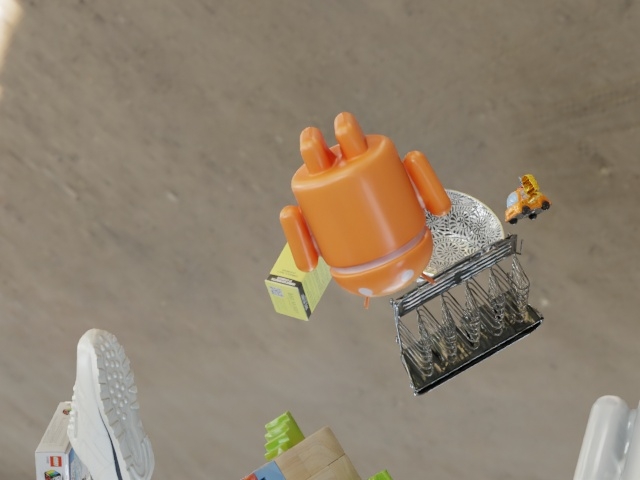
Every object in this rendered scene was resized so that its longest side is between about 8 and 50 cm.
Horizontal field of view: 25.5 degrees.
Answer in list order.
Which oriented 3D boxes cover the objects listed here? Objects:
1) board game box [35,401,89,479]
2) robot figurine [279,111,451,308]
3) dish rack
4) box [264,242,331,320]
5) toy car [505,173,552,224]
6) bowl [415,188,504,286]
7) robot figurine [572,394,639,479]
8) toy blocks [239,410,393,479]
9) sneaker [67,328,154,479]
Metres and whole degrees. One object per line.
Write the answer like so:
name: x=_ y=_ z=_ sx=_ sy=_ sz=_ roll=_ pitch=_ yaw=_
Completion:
board game box: x=-0.401 y=0.433 z=2.242 sx=0.053 sy=0.305 sz=0.193 roll=1 pitch=-164 yaw=1
robot figurine: x=0.050 y=-0.031 z=1.577 sx=0.128 sy=0.158 sz=0.219 roll=2 pitch=121 yaw=54
dish rack: x=0.191 y=0.094 z=1.860 sx=0.074 sy=0.208 sz=0.271 roll=57 pitch=173 yaw=22
box: x=0.000 y=0.000 z=2.088 sx=0.058 sy=0.232 sz=0.087 roll=15 pitch=149 yaw=24
toy car: x=0.251 y=-0.057 z=1.663 sx=0.122 sy=0.060 sz=0.040 roll=115 pitch=134 yaw=-69
bowl: x=0.166 y=0.013 z=1.971 sx=0.170 sy=0.170 sz=0.080 roll=30 pitch=141 yaw=22
robot figurine: x=0.398 y=0.239 z=1.375 sx=0.300 sy=0.353 sz=0.200 roll=9 pitch=162 yaw=26
toy blocks: x=-0.014 y=0.438 z=1.943 sx=0.191 sy=0.261 sz=0.381 roll=-35 pitch=83 yaw=34
sneaker: x=-0.292 y=0.228 z=1.848 sx=0.095 sy=0.090 sz=0.235 roll=-1 pitch=108 yaw=25
